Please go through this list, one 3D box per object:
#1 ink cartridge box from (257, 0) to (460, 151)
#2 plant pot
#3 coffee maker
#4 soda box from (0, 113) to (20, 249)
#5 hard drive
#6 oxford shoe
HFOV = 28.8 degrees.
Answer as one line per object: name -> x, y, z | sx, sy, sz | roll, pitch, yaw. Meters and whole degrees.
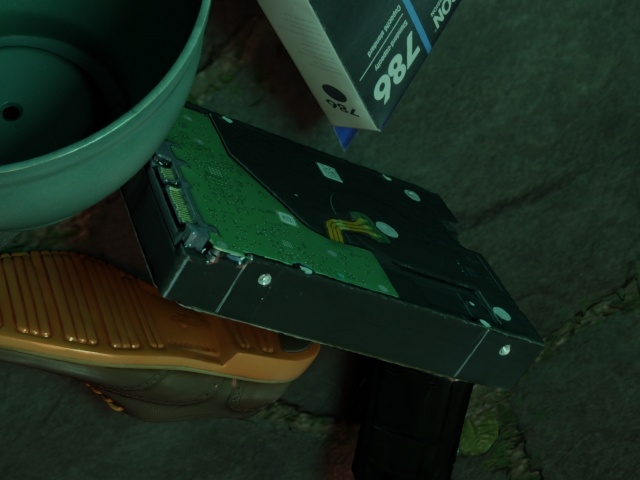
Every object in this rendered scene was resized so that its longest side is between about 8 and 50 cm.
ink cartridge box -> 0.033, -0.200, 0.900 | 0.165, 0.065, 0.332 | -59, 151, -13
plant pot -> -0.218, -0.124, 0.842 | 0.293, 0.293, 0.196 | -15, 156, -11
coffee maker -> 0.098, 0.174, 1.241 | 0.120, 0.171, 0.178 | 3, 123, -5
soda box -> -0.246, -0.050, 1.001 | 0.169, 0.060, 0.053 | -40, 129, 10
hard drive -> 0.000, 0.000, 1.025 | 0.339, 0.237, 0.064 | 18, 116, -33
oxford shoe -> -0.179, 0.105, 1.105 | 0.364, 0.130, 0.132 | 13, 125, -30
